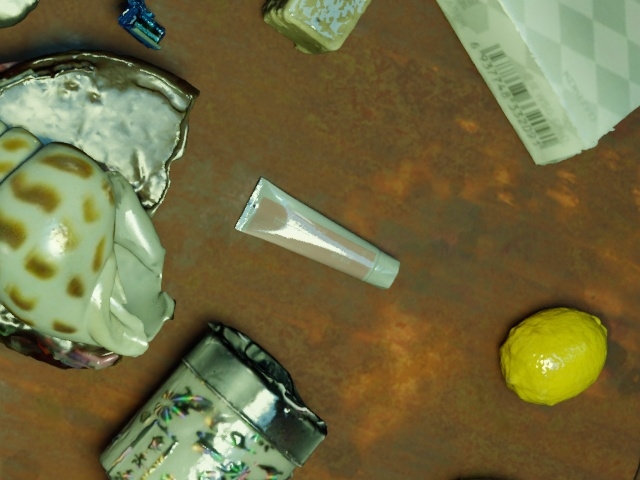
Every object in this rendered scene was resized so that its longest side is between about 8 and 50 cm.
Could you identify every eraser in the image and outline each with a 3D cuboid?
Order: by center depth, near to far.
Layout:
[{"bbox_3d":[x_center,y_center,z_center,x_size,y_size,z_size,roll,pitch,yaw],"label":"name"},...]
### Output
[{"bbox_3d":[0.251,-0.307,1.841,0.213,0.082,0.397,-38,106,-11],"label":"eraser"}]

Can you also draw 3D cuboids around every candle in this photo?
[{"bbox_3d":[-0.151,0.261,1.724,0.187,0.187,0.330,44,84,-18],"label":"candle"}]

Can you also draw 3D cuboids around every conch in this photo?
[{"bbox_3d":[-0.262,-0.008,1.537,0.148,0.183,0.275,-12,101,17],"label":"conch"}]

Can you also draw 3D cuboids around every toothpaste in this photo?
[{"bbox_3d":[0.000,0.000,1.821,0.194,0.043,0.067,27,90,-13],"label":"toothpaste"}]

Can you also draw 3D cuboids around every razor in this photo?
[{"bbox_3d":[-0.164,-0.378,1.717,0.056,0.093,0.324,17,87,16],"label":"razor"}]

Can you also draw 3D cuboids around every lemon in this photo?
[{"bbox_3d":[0.287,0.139,1.891,0.155,0.114,0.114,-22,103,-26],"label":"lemon"}]

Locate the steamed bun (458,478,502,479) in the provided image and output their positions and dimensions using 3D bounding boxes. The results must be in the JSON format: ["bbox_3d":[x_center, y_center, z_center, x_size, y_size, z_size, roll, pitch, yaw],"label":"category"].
[{"bbox_3d":[0.206,0.363,1.899,0.175,0.106,0.145,27,82,-33],"label":"steamed bun"}]

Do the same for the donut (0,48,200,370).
[{"bbox_3d":[-0.293,-0.042,1.670,0.259,0.136,0.345,14,91,-17],"label":"donut"}]

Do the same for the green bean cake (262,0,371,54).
[{"bbox_3d":[0.019,-0.301,1.752,0.085,0.109,0.179,35,85,-17],"label":"green bean cake"}]

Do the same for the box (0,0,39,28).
[{"bbox_3d":[-0.419,-0.413,1.559,0.350,0.091,0.359,13,87,-20],"label":"box"}]
